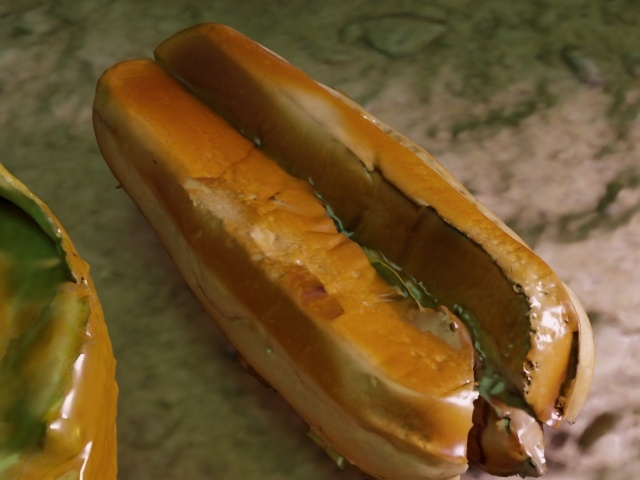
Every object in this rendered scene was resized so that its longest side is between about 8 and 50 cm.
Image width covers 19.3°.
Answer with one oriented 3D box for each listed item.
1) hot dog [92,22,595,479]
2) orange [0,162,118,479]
[{"bbox_3d":[0.000,0.000,0.716,0.109,0.072,0.269,-28,49,-20],"label":"hot dog"},{"bbox_3d":[-0.192,0.116,0.548,0.263,0.196,0.334,-7,38,24],"label":"orange"}]
